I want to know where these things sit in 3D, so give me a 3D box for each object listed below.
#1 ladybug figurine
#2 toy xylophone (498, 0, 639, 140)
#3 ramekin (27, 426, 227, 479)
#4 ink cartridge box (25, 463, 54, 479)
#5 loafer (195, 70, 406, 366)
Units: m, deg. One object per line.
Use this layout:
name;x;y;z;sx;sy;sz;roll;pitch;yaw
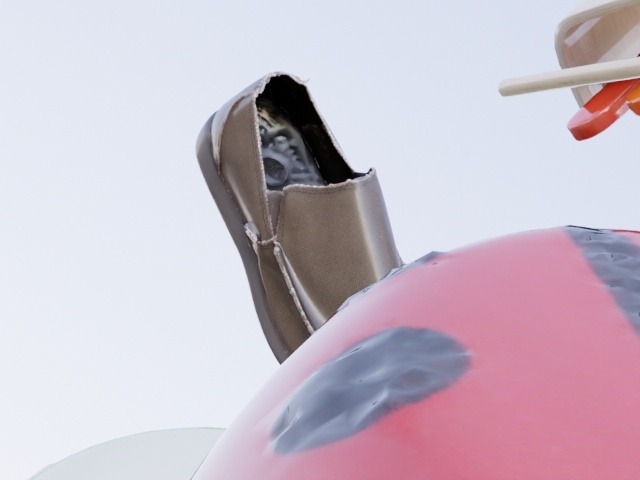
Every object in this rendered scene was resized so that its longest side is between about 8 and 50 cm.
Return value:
ladybug figurine;0.090;0.111;0.366;0.305;0.449;0.162;-3;-71;-12
toy xylophone;0.242;-0.136;0.969;0.081;0.236;0.322;54;-16;-14
ramekin;-0.067;0.243;0.908;0.303;0.303;0.148;17;-52;16
ink cartridge box;-0.120;0.391;1.198;0.395;0.166;0.285;56;-2;-42
loafer;0.000;0.000;1.430;0.366;0.134;0.130;57;-35;23
